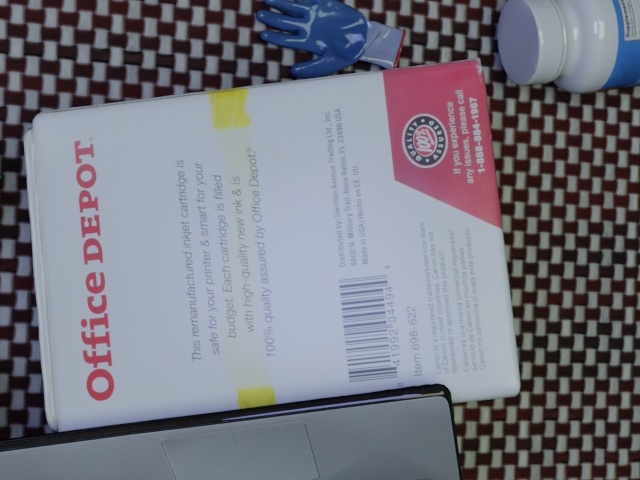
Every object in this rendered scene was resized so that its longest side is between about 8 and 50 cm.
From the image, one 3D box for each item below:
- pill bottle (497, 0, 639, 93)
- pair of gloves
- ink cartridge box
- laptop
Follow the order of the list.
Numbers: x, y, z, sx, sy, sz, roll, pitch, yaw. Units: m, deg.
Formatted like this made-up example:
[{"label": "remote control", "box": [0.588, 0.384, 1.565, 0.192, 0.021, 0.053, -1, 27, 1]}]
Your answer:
[{"label": "pill bottle", "box": [0.302, -0.218, 1.292, 0.221, 0.124, 0.124, -9, 93, -18]}, {"label": "pair of gloves", "box": [0.021, -0.253, 1.249, 0.159, 0.023, 0.198, 14, 85, -17]}, {"label": "ink cartridge box", "box": [-0.038, 0.014, 1.077, 0.384, 0.160, 0.279, -6, 84, 4]}, {"label": "laptop", "box": [-0.052, 0.354, 1.026, 0.381, 0.236, 0.408, -8, 133, 5]}]
